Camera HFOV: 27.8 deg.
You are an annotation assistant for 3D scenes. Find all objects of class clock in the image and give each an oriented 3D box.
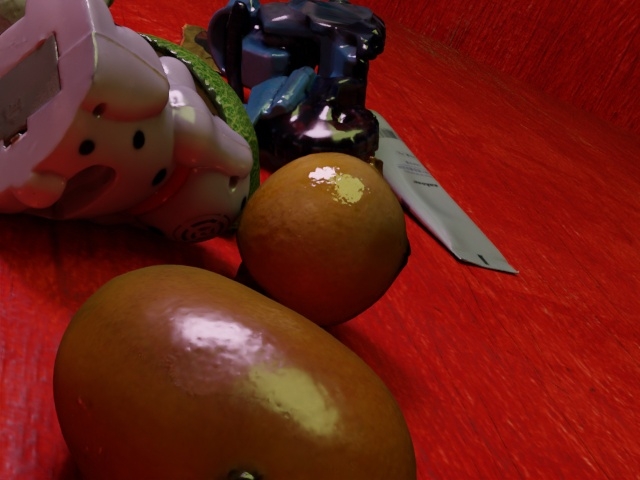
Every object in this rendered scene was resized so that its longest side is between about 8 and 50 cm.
[{"bbox_3d":[-0.152,-0.080,1.037,0.254,0.189,0.189,19,17,-49],"label":"clock"}]

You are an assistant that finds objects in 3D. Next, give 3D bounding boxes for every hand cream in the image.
[{"bbox_3d":[0.124,-0.064,1.627,0.109,0.067,0.321,14,26,-43],"label":"hand cream"}]

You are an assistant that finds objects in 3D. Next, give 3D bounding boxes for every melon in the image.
[{"bbox_3d":[-0.145,-0.128,1.260,0.265,0.129,0.169,30,13,12],"label":"melon"}]

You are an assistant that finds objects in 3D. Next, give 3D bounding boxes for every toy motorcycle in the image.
[{"bbox_3d":[-0.038,-0.196,1.587,0.232,0.172,0.416,4,34,1],"label":"toy motorcycle"}]

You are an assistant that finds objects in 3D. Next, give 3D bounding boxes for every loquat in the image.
[{"bbox_3d":[0.000,0.000,1.056,0.137,0.163,0.163,46,10,-19],"label":"loquat"}]

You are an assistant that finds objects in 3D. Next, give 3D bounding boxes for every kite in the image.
[{"bbox_3d":[-0.072,-0.242,1.929,0.327,0.013,0.377,37,18,28],"label":"kite"}]

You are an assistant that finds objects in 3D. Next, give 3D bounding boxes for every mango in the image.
[{"bbox_3d":[-0.058,0.092,0.698,0.175,0.139,0.254,29,3,-43],"label":"mango"}]

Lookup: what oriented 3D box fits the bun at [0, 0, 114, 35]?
[{"bbox_3d":[-0.296,-0.218,1.183,0.221,0.108,0.221,-17,23,7],"label":"bun"}]
